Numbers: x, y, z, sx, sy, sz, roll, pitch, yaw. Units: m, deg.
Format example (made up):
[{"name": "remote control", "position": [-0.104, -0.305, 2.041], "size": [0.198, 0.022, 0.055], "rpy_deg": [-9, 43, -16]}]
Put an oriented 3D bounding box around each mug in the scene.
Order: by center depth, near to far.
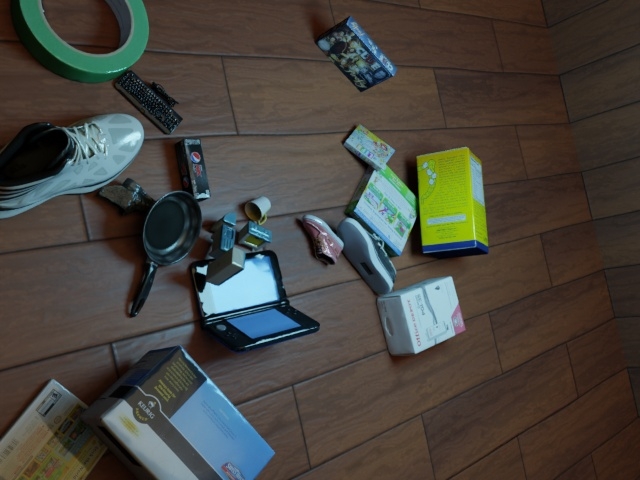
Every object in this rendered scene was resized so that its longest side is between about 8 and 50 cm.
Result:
[{"name": "mug", "position": [-0.181, -0.093, 1.855], "size": [0.062, 0.078, 0.064], "rpy_deg": [36, 43, 10]}]

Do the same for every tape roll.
[{"name": "tape roll", "position": [-0.596, -0.561, 1.589], "size": [0.321, 0.077, 0.321], "rpy_deg": [9, 75, -38]}]

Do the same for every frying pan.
[{"name": "frying pan", "position": [-0.399, 0.028, 1.638], "size": [0.197, 0.053, 0.325], "rpy_deg": [-1, 107, -57]}]

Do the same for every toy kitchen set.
[{"name": "toy kitchen set", "position": [-0.202, 0.028, 1.723], "size": [0.166, 0.122, 0.207], "rpy_deg": [26, 48, -34]}]

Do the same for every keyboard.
[{"name": "keyboard", "position": [-0.448, -0.382, 1.699], "size": [0.192, 0.038, 0.100], "rpy_deg": [44, 56, -25]}]

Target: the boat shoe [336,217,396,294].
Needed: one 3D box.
[{"name": "boat shoe", "position": [0.162, 0.034, 2.069], "size": [0.306, 0.113, 0.105], "rpy_deg": [53, 46, -22]}]

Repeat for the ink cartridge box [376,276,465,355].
[{"name": "ink cartridge box", "position": [0.348, 0.257, 2.169], "size": [0.283, 0.117, 0.207], "rpy_deg": [-15, 90, -41]}]

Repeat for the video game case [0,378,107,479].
[{"name": "video game case", "position": [-0.595, 0.460, 1.404], "size": [0.206, 0.026, 0.227], "rpy_deg": [48, 54, -21]}]

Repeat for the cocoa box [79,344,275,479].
[{"name": "cocoa box", "position": [-0.324, 0.440, 1.437], "size": [0.347, 0.231, 0.228], "rpy_deg": [52, 58, -11]}]

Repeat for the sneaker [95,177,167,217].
[{"name": "sneaker", "position": [-0.475, -0.090, 1.607], "size": [0.170, 0.051, 0.089], "rpy_deg": [48, 65, -27]}]

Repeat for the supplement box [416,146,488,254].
[{"name": "supplement box", "position": [0.473, -0.126, 2.271], "size": [0.194, 0.195, 0.356], "rpy_deg": [18, 67, -61]}]

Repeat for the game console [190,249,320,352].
[{"name": "game console", "position": [-0.174, 0.157, 1.730], "size": [0.293, 0.250, 0.173], "rpy_deg": [-10, 113, -40]}]

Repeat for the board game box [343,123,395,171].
[{"name": "board game box", "position": [0.167, -0.316, 2.164], "size": [0.154, 0.026, 0.103], "rpy_deg": [36, 57, -1]}]

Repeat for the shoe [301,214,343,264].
[{"name": "shoe", "position": [0.000, 0.000, 1.970], "size": [0.178, 0.064, 0.081], "rpy_deg": [43, 52, -30]}]

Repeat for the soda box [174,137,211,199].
[{"name": "soda box", "position": [-0.348, -0.190, 1.725], "size": [0.053, 0.060, 0.168], "rpy_deg": [-8, 86, -39]}]

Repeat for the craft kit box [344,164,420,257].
[{"name": "craft kit box", "position": [0.223, -0.112, 2.189], "size": [0.250, 0.061, 0.246], "rpy_deg": [44, 59, -25]}]

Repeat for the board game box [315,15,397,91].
[{"name": "board game box", "position": [0.121, -0.624, 2.140], "size": [0.243, 0.165, 0.042], "rpy_deg": [41, 58, -25]}]

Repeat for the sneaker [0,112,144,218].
[{"name": "sneaker", "position": [-0.547, -0.194, 1.430], "size": [0.448, 0.258, 0.169], "rpy_deg": [-37, 105, -39]}]
